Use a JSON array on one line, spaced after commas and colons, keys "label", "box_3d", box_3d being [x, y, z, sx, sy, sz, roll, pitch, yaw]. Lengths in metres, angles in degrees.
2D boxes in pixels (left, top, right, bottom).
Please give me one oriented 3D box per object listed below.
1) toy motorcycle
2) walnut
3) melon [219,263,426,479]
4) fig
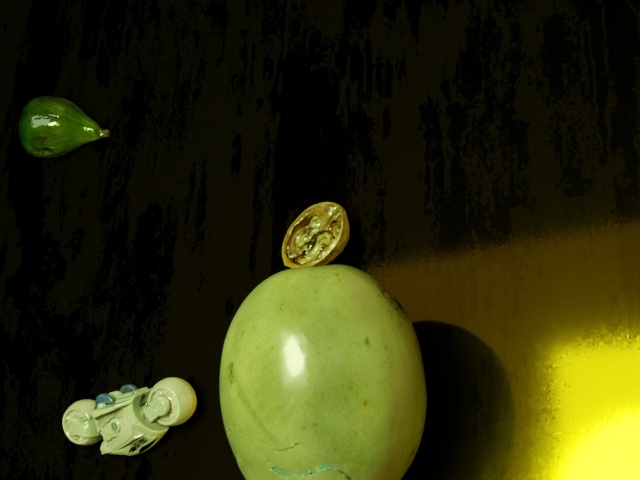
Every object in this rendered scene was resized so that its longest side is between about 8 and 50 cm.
[{"label": "toy motorcycle", "box_3d": [-0.294, 0.279, 1.631, 0.254, 0.112, 0.113, -16, 63, 30]}, {"label": "walnut", "box_3d": [0.000, 0.000, 1.552, 0.121, 0.052, 0.091, -43, 52, 11]}, {"label": "melon", "box_3d": [0.006, 0.196, 1.337, 0.268, 0.268, 0.330, -7, 89, 33]}, {"label": "fig", "box_3d": [-0.475, -0.211, 1.944, 0.177, 0.117, 0.117, 4, 74, 25]}]
